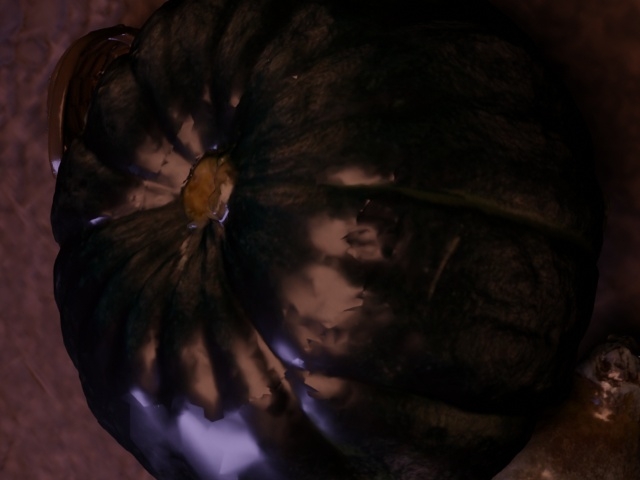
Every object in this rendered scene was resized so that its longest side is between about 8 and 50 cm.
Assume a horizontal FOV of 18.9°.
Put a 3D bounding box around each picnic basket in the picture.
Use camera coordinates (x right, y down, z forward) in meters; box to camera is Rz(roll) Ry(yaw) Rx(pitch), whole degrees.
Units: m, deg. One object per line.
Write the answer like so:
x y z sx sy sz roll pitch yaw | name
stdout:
-0.090 -0.054 0.802 0.072 0.083 0.072 6 105 22 | picnic basket

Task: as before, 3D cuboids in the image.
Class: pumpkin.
0.000 0.000 0.720 0.220 0.162 0.220 -13 67 32 | pumpkin

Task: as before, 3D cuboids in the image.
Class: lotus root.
0.083 0.108 0.762 0.088 0.088 0.165 47 110 8 | lotus root
